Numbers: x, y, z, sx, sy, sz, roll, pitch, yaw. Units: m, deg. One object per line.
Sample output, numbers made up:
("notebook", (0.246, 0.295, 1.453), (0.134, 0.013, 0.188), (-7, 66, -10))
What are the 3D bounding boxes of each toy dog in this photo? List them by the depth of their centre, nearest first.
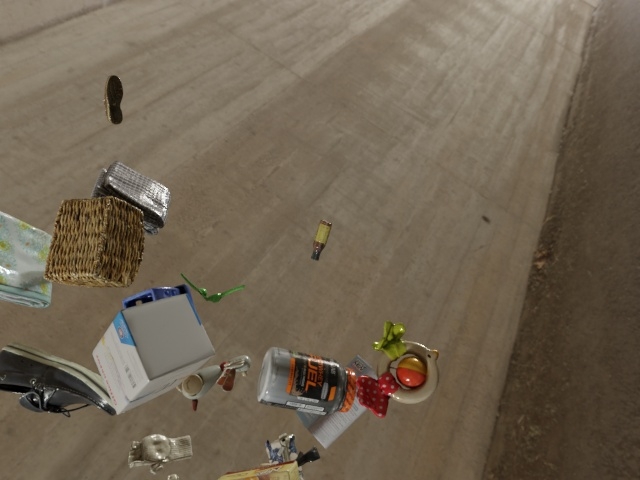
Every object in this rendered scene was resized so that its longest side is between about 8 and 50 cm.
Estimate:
("toy dog", (-0.462, 0.628, 1.824), (0.335, 0.160, 0.220), (-14, -5, -8))

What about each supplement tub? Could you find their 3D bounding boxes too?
("supplement tub", (-0.051, 0.530, 1.557), (0.207, 0.339, 0.206), (-165, 90, -77))

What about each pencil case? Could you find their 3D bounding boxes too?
("pencil case", (-0.142, 1.141, 1.973), (0.160, 0.410, 0.183), (-17, -37, -8))

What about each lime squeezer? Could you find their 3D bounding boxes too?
("lime squeezer", (-0.522, 0.230, 1.950), (0.059, 0.311, 0.109), (86, -165, -79))

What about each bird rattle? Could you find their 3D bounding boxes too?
("bird rattle", (0.209, 0.348, 1.110), (0.143, 0.207, 0.253), (77, -152, -46))

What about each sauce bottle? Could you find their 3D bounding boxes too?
("sauce bottle", (0.000, 0.000, 1.307), (0.042, 0.042, 0.128), (-33, -38, -78))

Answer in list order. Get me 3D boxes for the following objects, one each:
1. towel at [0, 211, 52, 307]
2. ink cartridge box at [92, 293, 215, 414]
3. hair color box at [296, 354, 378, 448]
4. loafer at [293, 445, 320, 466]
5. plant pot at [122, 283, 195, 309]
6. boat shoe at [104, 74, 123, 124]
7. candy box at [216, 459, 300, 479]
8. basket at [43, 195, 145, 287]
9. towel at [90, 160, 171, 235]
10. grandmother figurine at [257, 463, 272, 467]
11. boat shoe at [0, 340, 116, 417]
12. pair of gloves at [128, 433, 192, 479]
("towel", (-1.173, 0.062, 1.574), (0.090, 0.320, 0.374), (-15, -26, 9))
("ink cartridge box", (-0.400, 0.267, 0.990), (0.168, 0.171, 0.233), (-12, -24, -49))
("hair color box", (0.097, 0.717, 1.860), (0.375, 0.185, 0.114), (-39, 32, -13))
("loafer", (-0.087, 1.012, 1.939), (0.170, 0.061, 0.062), (-6, -29, -28))
("plant pot", (-0.685, 0.321, 1.820), (0.236, 0.235, 0.212), (-19, -3, 32))
("boat shoe", (-0.786, -0.530, 1.567), (0.064, 0.060, 0.177), (-18, -55, -50))
("candy box", (-0.121, 0.687, 0.935), (0.183, 0.315, 0.087), (-13, -15, 8))
("basket", (-0.772, 0.013, 1.459), (0.213, 0.223, 0.298), (42, -133, -67))
("towel", (-0.745, -0.177, 1.666), (0.121, 0.284, 0.234), (-40, 36, 22))
("grandmother figurine", (-0.161, 0.968, 1.537), (0.342, 0.104, 0.207), (18, 91, 65))
("boat shoe", (-0.788, 0.443, 1.248), (0.186, 0.502, 0.155), (78, -151, -51))
("pair of gloves", (-0.500, 0.733, 1.310), (0.042, 0.204, 0.239), (-50, 39, 34))
